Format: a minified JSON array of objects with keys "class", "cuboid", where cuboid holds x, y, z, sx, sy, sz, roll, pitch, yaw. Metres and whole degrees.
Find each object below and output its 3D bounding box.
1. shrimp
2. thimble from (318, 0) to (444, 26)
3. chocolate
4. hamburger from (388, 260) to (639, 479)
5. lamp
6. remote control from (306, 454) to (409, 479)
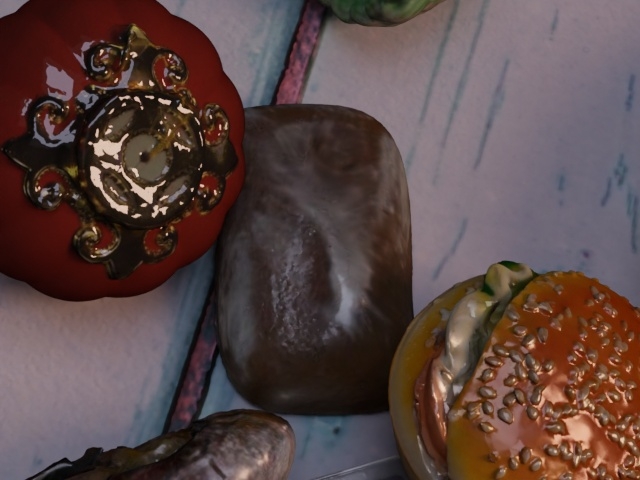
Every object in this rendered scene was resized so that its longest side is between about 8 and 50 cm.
[{"class":"shrimp","cuboid":[-0.161,0.217,1.021,0.343,0.145,0.116,-33,107,-10]},{"class":"thimble","cuboid":[0.050,-0.287,1.247,0.150,0.219,0.219,-33,73,-22]},{"class":"chocolate","cuboid":[-0.002,-0.001,1.170,0.157,0.080,0.254,0,65,-8]},{"class":"hamburger","cuboid":[0.155,0.127,1.083,0.237,0.147,0.237,8,67,-19]},{"class":"lamp","cuboid":[-0.165,-0.069,1.116,0.227,0.227,0.227,3,64,-6]},{"class":"remote control","cuboid":[0.056,0.276,1.073,0.103,0.034,0.250,-13,67,-13]}]
